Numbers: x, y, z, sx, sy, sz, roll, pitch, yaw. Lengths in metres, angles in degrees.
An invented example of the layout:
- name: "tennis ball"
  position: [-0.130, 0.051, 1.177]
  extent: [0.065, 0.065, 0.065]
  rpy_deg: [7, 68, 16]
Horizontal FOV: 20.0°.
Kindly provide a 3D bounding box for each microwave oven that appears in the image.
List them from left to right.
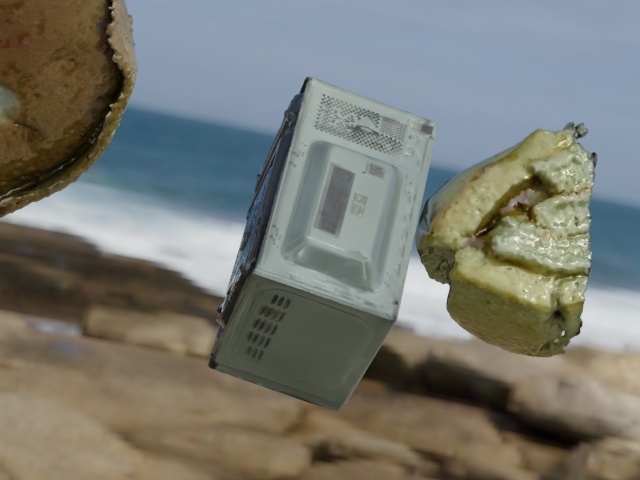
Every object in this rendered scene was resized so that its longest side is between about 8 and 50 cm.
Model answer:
- name: "microwave oven"
  position: [0.000, 0.000, 1.431]
  extent: [0.122, 0.208, 0.162]
  rpy_deg: [19, -40, -6]

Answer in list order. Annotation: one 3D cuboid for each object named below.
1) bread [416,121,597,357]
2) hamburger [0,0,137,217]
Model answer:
- name: "bread"
  position: [0.118, -0.008, 1.194]
  extent: [0.110, 0.156, 0.103]
  rpy_deg: [6, -28, -1]
- name: "hamburger"
  position: [-0.280, -0.161, 1.318]
  extent: [0.276, 0.318, 0.195]
  rpy_deg: [-5, 33, -30]
